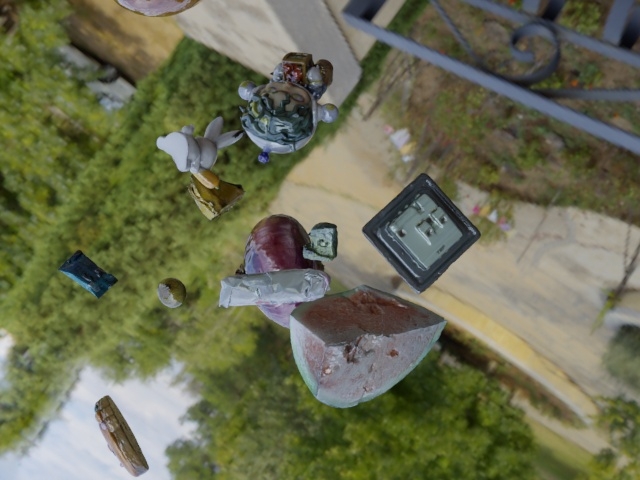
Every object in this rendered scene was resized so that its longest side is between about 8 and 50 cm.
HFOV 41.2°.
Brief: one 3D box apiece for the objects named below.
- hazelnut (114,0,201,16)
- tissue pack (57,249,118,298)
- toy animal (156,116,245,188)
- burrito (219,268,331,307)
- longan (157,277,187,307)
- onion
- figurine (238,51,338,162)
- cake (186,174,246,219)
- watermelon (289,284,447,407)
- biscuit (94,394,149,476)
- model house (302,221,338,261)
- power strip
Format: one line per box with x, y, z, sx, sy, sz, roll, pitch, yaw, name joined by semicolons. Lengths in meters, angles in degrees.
-0.389;-0.698;1.953;0.372;0.372;0.315;30;-160;38;hazelnut
-0.600;0.085;2.204;0.138;0.085;0.028;32;139;10;tissue pack
-0.244;-0.193;1.827;0.131;0.127;0.182;40;-161;20;toy animal
-0.079;0.081;1.471;0.203;0.064;0.064;-6;157;15;burrito
-0.357;0.122;2.039;0.075;0.075;0.083;33;167;22;longan
-0.129;0.097;2.408;0.347;0.285;0.347;-19;-90;-85;onion
-0.072;-0.359;2.182;0.261;0.382;0.186;5;131;21;figurine
-0.254;-0.108;1.977;0.116;0.080;0.185;42;-153;-5;cake
0.091;0.195;1.647;0.180;0.305;0.224;-25;78;54;watermelon
-0.391;0.373;1.627;0.170;0.050;0.170;55;167;20;biscuit
0.000;0.000;2.037;0.079;0.083;0.066;10;-154;22;model house
0.287;-0.020;2.379;0.251;0.257;0.092;47;174;-9;power strip
